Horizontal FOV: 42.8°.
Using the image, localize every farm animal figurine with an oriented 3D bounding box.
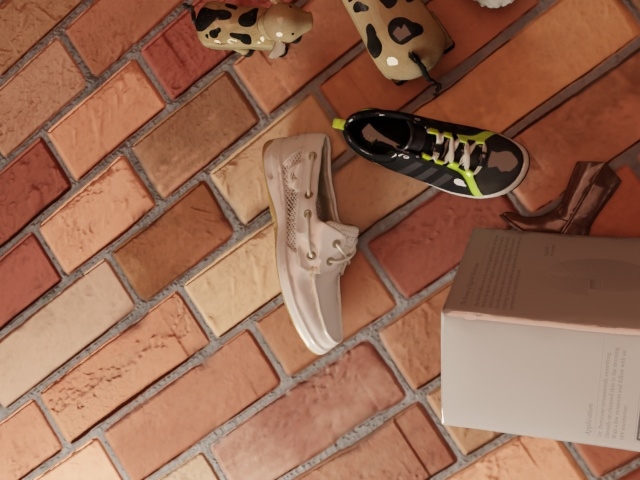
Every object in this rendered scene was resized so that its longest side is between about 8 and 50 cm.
[{"bbox_3d":[0.027,-0.298,0.946,0.327,0.172,0.330,44,104,11],"label":"farm animal figurine"}]

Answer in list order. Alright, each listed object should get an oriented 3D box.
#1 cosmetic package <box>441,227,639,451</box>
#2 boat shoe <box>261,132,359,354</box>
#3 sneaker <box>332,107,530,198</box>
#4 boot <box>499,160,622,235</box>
[{"bbox_3d":[0.253,0.092,0.851,0.225,0.224,0.138,6,113,17],"label":"cosmetic package"},{"bbox_3d":[0.000,0.000,1.006,0.096,0.098,0.277,-12,87,18],"label":"boat shoe"},{"bbox_3d":[0.126,-0.103,0.962,0.235,0.097,0.084,14,97,16],"label":"sneaker"},{"bbox_3d":[0.279,-0.051,0.948,0.106,0.037,0.114,25,103,2],"label":"boot"}]
